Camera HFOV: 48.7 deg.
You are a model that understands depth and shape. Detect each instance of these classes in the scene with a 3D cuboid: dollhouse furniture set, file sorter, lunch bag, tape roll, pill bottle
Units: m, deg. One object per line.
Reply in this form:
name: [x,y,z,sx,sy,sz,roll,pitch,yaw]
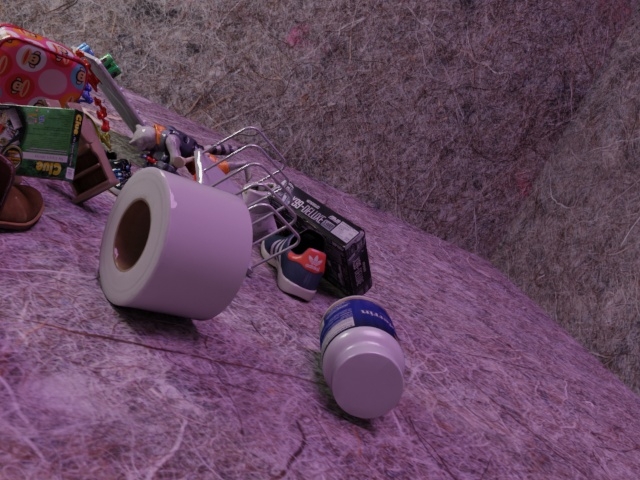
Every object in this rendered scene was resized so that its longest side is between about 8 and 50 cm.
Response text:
dollhouse furniture set: [-0.559,-0.169,1.490,0.161,0.212,0.242,66,17,1]
file sorter: [-0.171,-0.102,1.693,0.193,0.173,0.278,47,23,-46]
lunch bag: [-0.699,-0.331,1.610,0.258,0.293,0.120,14,22,-49]
tape roll: [-0.258,0.009,1.245,0.169,0.246,0.246,16,16,-40]
pill bottle: [0.077,0.215,1.329,0.153,0.153,0.265,25,13,-9]

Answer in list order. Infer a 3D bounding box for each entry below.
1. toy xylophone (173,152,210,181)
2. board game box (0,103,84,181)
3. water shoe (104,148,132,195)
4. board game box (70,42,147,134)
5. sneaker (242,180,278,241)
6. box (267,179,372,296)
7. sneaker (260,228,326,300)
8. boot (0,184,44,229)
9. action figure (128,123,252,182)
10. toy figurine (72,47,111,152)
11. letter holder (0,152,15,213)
toy xylophone: [-0.291,-0.099,1.774,0.236,0.081,0.322,65,15,0]
board game box: [-0.573,-0.190,1.349,0.259,0.136,0.030,8,-4,21]
water shoe: [-0.520,-0.172,1.830,0.203,0.080,0.073,35,14,32]
board game box: [-0.627,-0.447,2.269,0.390,0.050,0.390,33,-21,55]
sneaker: [-0.144,-0.081,2.062,0.108,0.169,0.292,32,11,28]
box: [0.000,0.000,1.938,0.307,0.076,0.242,35,-26,33]
sneaker: [-0.057,0.024,1.849,0.131,0.148,0.350,22,13,-24]
boot: [-0.578,-0.087,1.270,0.112,0.115,0.305,23,9,2]
action figure: [-0.405,-0.254,2.079,0.330,0.179,0.341,20,0,-33]
toy figurine: [-0.745,-0.353,2.028,0.191,0.217,0.363,68,5,-65]
letter holder: [-0.598,-0.078,0.937,0.301,0.214,0.152,27,12,-2]
